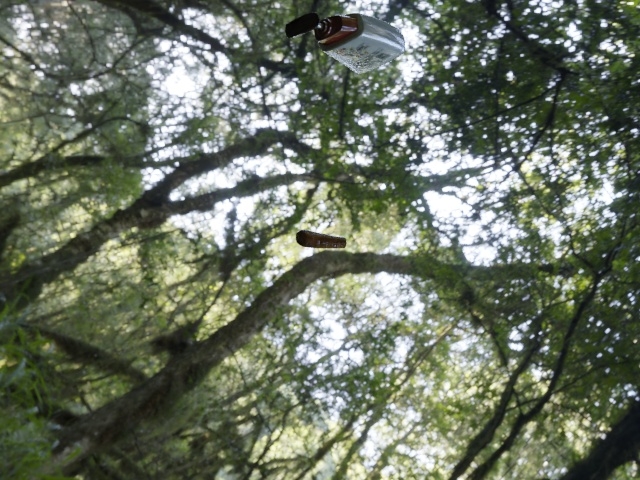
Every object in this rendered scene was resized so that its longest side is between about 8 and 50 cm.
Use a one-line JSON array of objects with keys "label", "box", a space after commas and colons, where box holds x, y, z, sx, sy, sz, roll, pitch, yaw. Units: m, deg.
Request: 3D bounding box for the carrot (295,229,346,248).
[{"label": "carrot", "box": [0.000, 0.000, 1.010, 0.032, 0.093, 0.032, -173, -90, -69]}]

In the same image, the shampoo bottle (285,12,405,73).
[{"label": "shampoo bottle", "box": [0.053, -0.431, 1.216, 0.153, 0.284, 0.071, -14, -98, 38]}]
